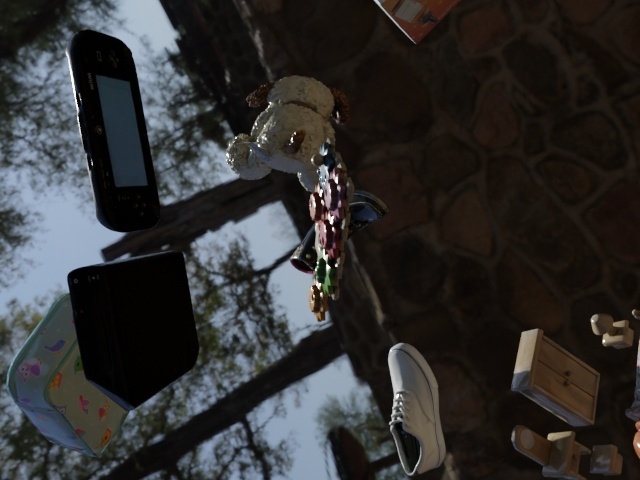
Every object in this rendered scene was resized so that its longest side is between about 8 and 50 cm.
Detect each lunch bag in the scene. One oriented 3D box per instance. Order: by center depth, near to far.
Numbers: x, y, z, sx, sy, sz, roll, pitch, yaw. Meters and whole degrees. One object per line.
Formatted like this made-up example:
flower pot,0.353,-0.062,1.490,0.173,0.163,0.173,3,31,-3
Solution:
lunch bag,-0.419,0.237,1.340,0.279,0.107,0.224,80,-154,-51

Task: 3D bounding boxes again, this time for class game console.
game console,-0.194,-0.027,0.749,0.213,0.044,0.361,-23,-77,-81

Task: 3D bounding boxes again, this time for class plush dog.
plush dog,-0.054,-0.248,1.583,0.211,0.262,0.225,110,169,-63

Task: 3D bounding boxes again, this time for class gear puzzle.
gear puzzle,0.000,0.000,1.312,0.175,0.044,0.339,-109,20,-50

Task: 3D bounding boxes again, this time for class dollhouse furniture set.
dollhouse furniture set,0.504,0.223,1.232,0.173,0.355,0.303,32,-121,-21

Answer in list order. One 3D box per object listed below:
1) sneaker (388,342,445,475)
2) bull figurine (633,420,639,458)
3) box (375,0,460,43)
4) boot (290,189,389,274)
sneaker,0.176,0.329,1.458,0.091,0.094,0.258,-20,-85,-46
bull figurine,0.586,0.377,1.087,0.310,0.101,0.188,38,180,-4
box,0.161,-0.453,1.340,0.091,0.130,0.170,54,-163,26
boot,0.038,-0.012,1.614,0.085,0.179,0.236,41,159,-19
